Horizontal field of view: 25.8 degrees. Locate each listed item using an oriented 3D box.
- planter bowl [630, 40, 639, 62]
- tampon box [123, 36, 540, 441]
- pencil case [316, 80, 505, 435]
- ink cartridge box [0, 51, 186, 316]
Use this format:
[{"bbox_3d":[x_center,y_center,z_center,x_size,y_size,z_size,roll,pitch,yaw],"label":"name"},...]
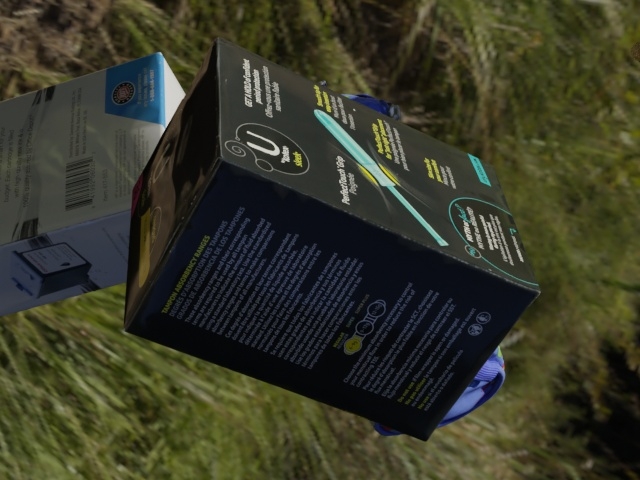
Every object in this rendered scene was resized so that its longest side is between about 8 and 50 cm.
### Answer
[{"bbox_3d":[0.375,-0.197,1.179,0.217,0.217,0.090,-15,115,-34],"label":"planter bowl"},{"bbox_3d":[0.000,0.000,0.661,0.161,0.120,0.101,23,118,-18],"label":"tampon box"},{"bbox_3d":[0.055,0.011,1.198,0.133,0.306,0.119,-37,151,30],"label":"pencil case"},{"bbox_3d":[-0.183,-0.036,0.984,0.190,0.140,0.082,-16,141,12],"label":"ink cartridge box"}]
